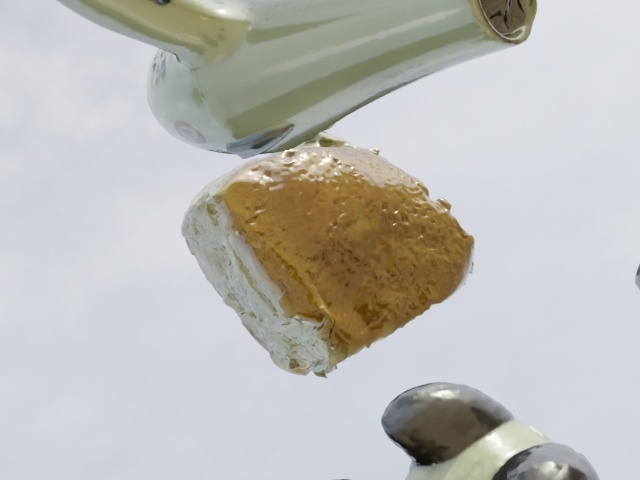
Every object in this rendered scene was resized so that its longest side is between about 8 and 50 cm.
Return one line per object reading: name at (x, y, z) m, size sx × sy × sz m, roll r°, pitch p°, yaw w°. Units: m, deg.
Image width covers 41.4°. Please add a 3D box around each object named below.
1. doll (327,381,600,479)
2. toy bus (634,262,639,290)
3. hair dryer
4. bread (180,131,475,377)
doll at (0.072, 0.200, 0.527) m, size 0.234 × 0.143 × 0.135 m, roll -41°, pitch -50°, yaw -13°
toy bus at (0.293, 0.015, 0.495) m, size 0.182 × 0.103 × 0.091 m, roll -14°, pitch -34°, yaw -9°
hair dryer at (-0.037, -0.133, 0.471) m, size 0.298 × 0.296 × 0.119 m, roll 30°, pitch -115°, yaw -59°
bread at (0.000, 0.000, 0.972) m, size 0.250 × 0.225 × 0.279 m, roll -32°, pitch -99°, yaw -25°
